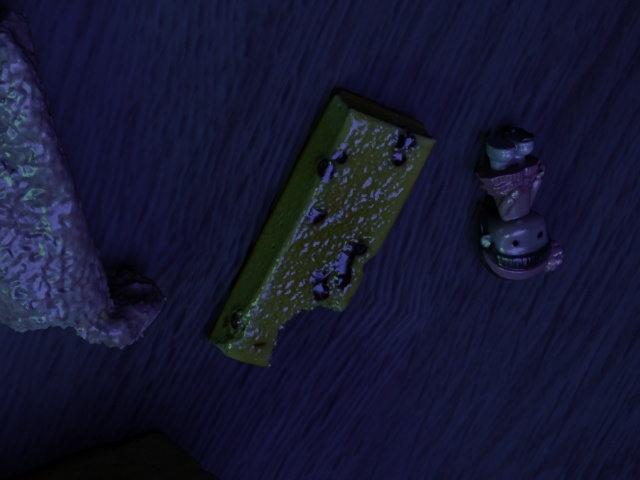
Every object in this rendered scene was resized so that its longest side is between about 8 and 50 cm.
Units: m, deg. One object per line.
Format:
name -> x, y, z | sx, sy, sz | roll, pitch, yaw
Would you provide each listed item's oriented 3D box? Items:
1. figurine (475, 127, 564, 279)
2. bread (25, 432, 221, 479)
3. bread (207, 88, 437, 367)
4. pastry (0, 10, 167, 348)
figurine -> 0.158, -0.028, 1.235 | 0.072, 0.054, 0.129 | -22, 116, -29
bread -> -0.172, 0.330, 1.147 | 0.279, 0.207, 0.279 | -22, 113, -21
bread -> 0.000, 0.000, 1.177 | 0.088, 0.049, 0.226 | 18, 108, -30
pastry -> -0.201, -0.025, 1.048 | 0.112, 0.103, 0.265 | -24, 121, -2
